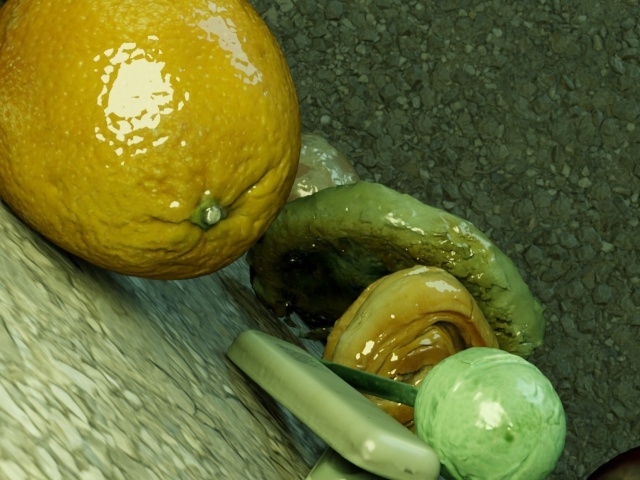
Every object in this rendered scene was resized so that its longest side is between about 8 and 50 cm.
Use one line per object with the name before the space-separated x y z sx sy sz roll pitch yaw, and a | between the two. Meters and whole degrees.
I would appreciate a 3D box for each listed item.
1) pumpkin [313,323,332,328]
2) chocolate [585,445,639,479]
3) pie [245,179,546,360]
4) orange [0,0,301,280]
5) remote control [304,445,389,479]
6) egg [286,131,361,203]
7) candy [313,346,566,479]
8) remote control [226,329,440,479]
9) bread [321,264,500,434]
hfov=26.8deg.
pumpkin | 0.085 0.085 1.974 0.260 0.189 0.260 47 2 -2
chocolate | 0.443 0.419 1.599 0.383 0.383 0.331 44 -9 -37
pie | 0.086 0.052 1.583 0.371 0.078 0.296 14 -38 13
orange | -0.136 -0.091 1.015 0.264 0.264 0.264 47 4 -4
remote control | 0.057 0.219 1.165 0.128 0.065 0.335 44 3 4
egg | -0.036 -0.073 2.140 0.245 0.203 0.203 29 -3 20
candy | 0.068 0.134 1.209 0.119 0.119 0.440 45 -15 -21
remote control | 0.005 0.135 1.126 0.090 0.038 0.309 24 2 -27
bread | 0.101 0.137 1.453 0.120 0.198 0.236 28 -23 46
